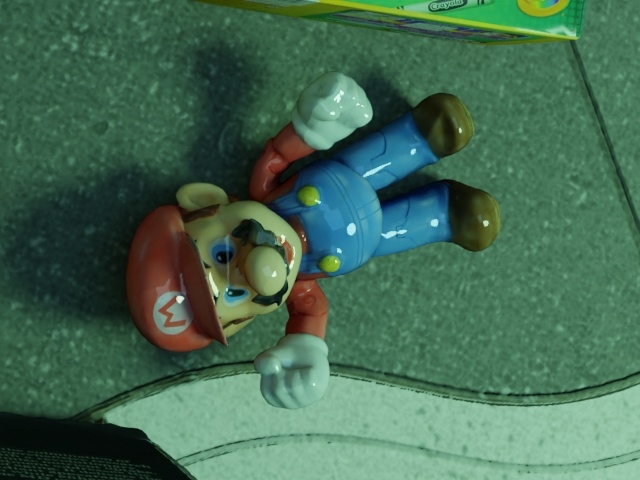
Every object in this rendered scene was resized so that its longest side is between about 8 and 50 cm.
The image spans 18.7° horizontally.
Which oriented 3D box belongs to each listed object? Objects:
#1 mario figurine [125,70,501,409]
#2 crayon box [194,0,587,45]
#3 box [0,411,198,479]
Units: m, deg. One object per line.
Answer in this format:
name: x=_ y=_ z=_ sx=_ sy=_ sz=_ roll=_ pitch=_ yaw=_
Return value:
mario figurine: x=0.000 y=0.000 z=1.509 sx=0.320 sy=0.170 sz=0.198 roll=-25 pitch=67 yaw=-24
crayon box: x=0.050 y=-0.210 z=1.518 sx=0.278 sy=0.165 sz=0.081 roll=6 pitch=92 yaw=-21
box: x=-0.237 y=0.378 z=1.285 sx=0.297 sy=0.472 sz=0.480 roll=8 pitch=91 yaw=-13
